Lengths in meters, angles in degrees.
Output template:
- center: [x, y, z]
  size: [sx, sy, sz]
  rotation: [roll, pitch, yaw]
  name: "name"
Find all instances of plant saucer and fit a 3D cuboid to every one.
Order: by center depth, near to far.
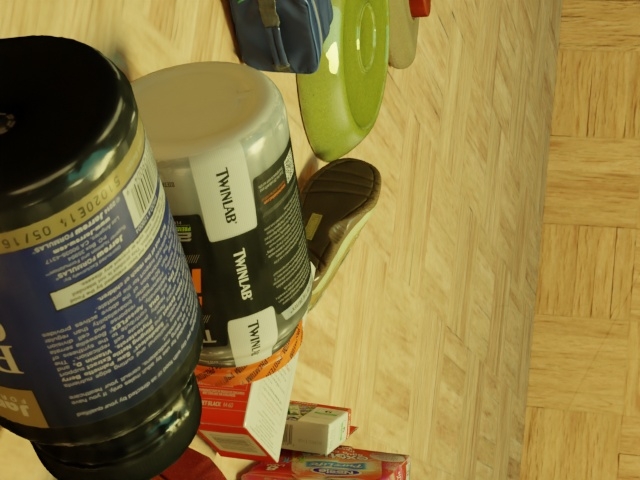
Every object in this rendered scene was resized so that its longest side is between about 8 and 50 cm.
- center: [0.029, -0.194, 1.318]
  size: [0.241, 0.037, 0.241]
  rotation: [4, 90, -74]
  name: "plant saucer"

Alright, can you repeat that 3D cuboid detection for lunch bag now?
- center: [-0.031, -0.171, 1.059]
  size: [0.098, 0.067, 0.065]
  rotation: [76, 24, -50]
  name: "lunch bag"

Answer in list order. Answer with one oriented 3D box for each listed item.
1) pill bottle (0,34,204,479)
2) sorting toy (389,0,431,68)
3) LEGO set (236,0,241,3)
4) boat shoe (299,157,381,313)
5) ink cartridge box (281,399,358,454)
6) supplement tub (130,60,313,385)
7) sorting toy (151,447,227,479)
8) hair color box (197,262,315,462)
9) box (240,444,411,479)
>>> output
- center: [-0.125, 0.021, 0.671]
  size: [0.219, 0.122, 0.123]
  rotation: [78, 22, -43]
  name: "pill bottle"
- center: [0.090, -0.363, 1.486]
  size: [0.307, 0.041, 0.229]
  rotation: [69, 29, -56]
  name: "sorting toy"
- center: [-0.047, -0.276, 0.618]
  size: [0.331, 0.192, 0.255]
  rotation: [59, 45, -43]
  name: "LEGO set"
- center: [0.000, 0.000, 1.234]
  size: [0.190, 0.068, 0.072]
  rotation: [-54, 158, -45]
  name: "boat shoe"
- center: [-0.007, 0.160, 1.221]
  size: [0.115, 0.062, 0.029]
  rotation: [-15, 110, -74]
  name: "ink cartridge box"
- center: [-0.068, -0.007, 0.878]
  size: [0.117, 0.117, 0.190]
  rotation: [-67, 154, -50]
  name: "supplement tub"
- center: [-0.121, 0.307, 0.852]
  size: [0.126, 0.127, 0.366]
  rotation: [-17, 116, -42]
  name: "sorting toy"
- center: [-0.052, 0.076, 1.066]
  size: [0.093, 0.053, 0.167]
  rotation: [61, 37, -60]
  name: "hair color box"
- center: [0.002, 0.312, 1.180]
  size: [0.128, 0.122, 0.257]
  rotation: [-16, 108, -74]
  name: "box"
